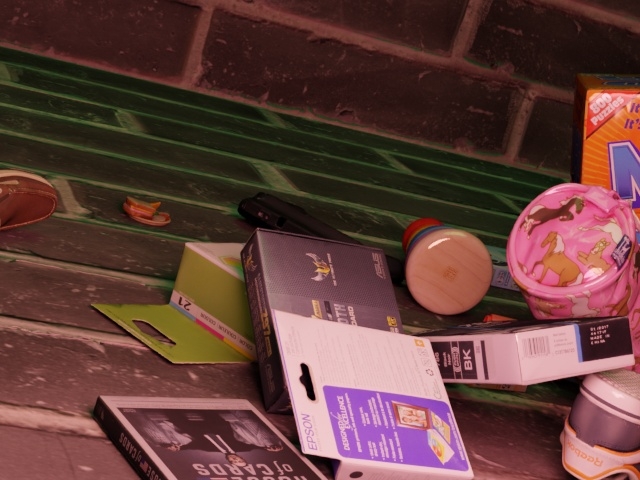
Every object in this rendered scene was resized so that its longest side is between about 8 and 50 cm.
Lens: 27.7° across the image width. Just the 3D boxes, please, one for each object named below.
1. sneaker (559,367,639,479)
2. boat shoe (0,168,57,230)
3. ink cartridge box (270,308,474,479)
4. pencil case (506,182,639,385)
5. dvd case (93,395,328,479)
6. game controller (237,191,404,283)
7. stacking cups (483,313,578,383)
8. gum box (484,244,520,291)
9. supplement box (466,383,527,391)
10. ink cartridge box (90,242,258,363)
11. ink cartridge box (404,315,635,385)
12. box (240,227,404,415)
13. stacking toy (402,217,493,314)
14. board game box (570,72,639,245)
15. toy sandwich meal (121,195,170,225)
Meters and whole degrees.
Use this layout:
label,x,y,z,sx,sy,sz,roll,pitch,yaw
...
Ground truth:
label,x,y,z,sx,sy,sz,roll,pitch,yaw
sneaker,0.377,0.232,1.591,0.126,0.127,0.321,29,9,33
boat shoe,-0.460,-0.035,1.757,0.257,0.095,0.095,-6,39,-44
ink cartridge box,0.047,0.175,1.417,0.208,0.045,0.206,13,39,-25
pencil case,0.370,0.084,1.692,0.167,0.160,0.386,-7,-33,23
dvd case,-0.098,0.217,1.274,0.179,0.029,0.239,7,16,-34
game controller,0.000,0.000,2.230,0.319,0.067,0.166,30,4,42
stacking cups,0.391,0.170,1.899,0.316,0.096,0.096,16,13,-3
gum box,0.298,0.042,2.422,0.184,0.041,0.157,11,15,-17
supplement box,0.245,0.172,1.792,0.098,0.062,0.036,8,15,-29
ink cartridge box,-0.129,0.077,1.653,0.255,0.097,0.189,3,20,-46
ink cartridge box,0.203,0.133,1.557,0.165,0.065,0.333,-7,-3,-29
box,0.009,0.103,1.554,0.183,0.059,0.232,10,49,-26
stacking toy,0.193,0.023,2.206,0.141,0.141,0.330,15,9,-7
board game box,0.575,-0.068,2.018,0.356,0.356,0.356,2,11,8
toy sandwich meal,-0.283,-0.050,2.120,0.085,0.029,0.085,16,14,-4
